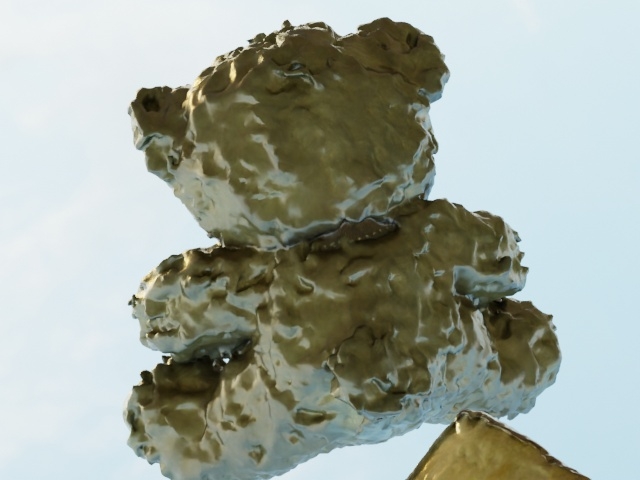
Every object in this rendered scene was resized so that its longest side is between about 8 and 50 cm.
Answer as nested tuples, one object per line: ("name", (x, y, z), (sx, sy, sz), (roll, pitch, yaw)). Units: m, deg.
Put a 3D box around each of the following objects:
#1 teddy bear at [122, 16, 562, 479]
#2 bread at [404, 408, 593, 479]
("teddy bear", (0.000, 0.000, 1.042), (0.267, 0.256, 0.156), (-14, 172, -11))
("bread", (0.090, 0.147, 0.800), (0.125, 0.082, 0.106), (28, -107, 40))
